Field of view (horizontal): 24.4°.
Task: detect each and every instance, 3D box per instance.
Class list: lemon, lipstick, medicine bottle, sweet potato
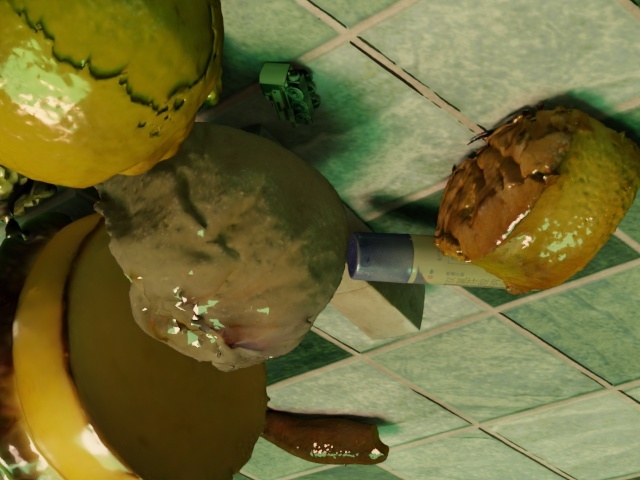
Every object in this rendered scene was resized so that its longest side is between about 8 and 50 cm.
[{"bbox_3d":[-0.231,-0.195,1.322,0.297,0.297,0.297,8,149,5],"label":"lemon"},{"bbox_3d":[0.000,0.000,1.766,0.079,0.076,0.371,-13,141,32],"label":"lipstick"},{"bbox_3d":[0.149,0.024,1.730,0.230,0.059,0.059,3,151,-12],"label":"medicine bottle"},{"bbox_3d":[-0.006,0.304,2.281,0.243,0.077,0.077,5,149,22],"label":"sweet potato"}]

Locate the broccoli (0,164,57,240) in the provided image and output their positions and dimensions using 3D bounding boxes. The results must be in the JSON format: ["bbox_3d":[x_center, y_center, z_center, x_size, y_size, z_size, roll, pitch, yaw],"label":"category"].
[{"bbox_3d":[-0.423,-0.100,1.518,0.293,0.281,0.348,16,164,24],"label":"broccoli"}]

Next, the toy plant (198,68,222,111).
[{"bbox_3d":[-0.182,-0.171,1.531,0.162,0.093,0.093,9,149,4],"label":"toy plant"}]

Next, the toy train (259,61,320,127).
[{"bbox_3d":[-0.032,-0.153,1.569,0.053,0.033,0.083,7,150,16],"label":"toy train"}]

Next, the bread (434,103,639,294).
[{"bbox_3d":[0.222,-0.026,1.590,0.160,0.147,0.260,27,146,-20],"label":"bread"}]

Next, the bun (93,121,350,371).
[{"bbox_3d":[-0.103,0.024,1.567,0.281,0.205,0.281,5,148,3],"label":"bun"}]

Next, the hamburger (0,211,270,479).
[{"bbox_3d":[-0.275,0.172,1.839,0.277,0.396,0.395,-17,139,37],"label":"hamburger"}]
